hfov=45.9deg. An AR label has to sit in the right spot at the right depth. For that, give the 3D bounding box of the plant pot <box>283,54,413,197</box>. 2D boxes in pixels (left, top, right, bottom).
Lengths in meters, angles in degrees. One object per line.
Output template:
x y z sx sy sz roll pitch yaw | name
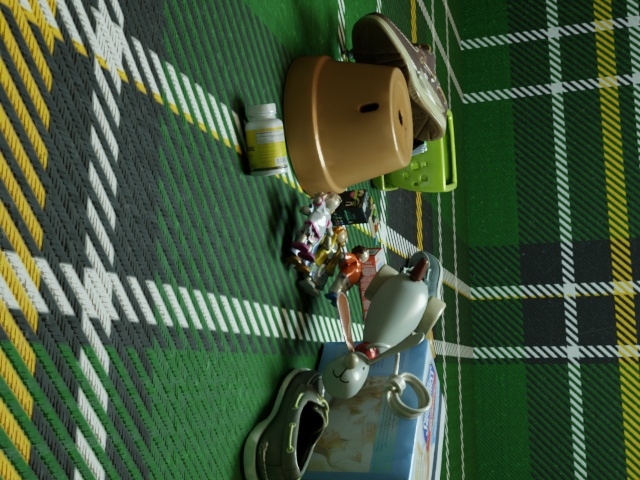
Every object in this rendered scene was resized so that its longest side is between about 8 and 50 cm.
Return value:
0.069 -0.241 1.539 0.291 0.204 0.290 -5 90 -71 | plant pot

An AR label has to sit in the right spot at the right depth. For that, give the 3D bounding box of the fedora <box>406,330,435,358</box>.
0.300 0.314 2.260 0.194 0.079 0.194 -5 90 -85 | fedora

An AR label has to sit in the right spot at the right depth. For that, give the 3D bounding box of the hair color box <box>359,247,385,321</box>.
0.134 0.109 1.901 0.093 0.053 0.167 -41 127 -68 | hair color box

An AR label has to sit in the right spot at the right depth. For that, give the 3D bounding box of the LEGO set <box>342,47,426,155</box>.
0.109 -0.322 1.806 0.255 0.192 0.331 -118 -170 -54 | LEGO set

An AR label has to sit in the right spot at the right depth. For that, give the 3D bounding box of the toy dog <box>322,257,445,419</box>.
0.130 0.146 1.406 0.333 0.220 0.161 -75 -178 -49 | toy dog

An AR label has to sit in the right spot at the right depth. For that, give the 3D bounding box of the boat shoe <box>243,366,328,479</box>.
-0.036 0.312 1.293 0.305 0.091 0.109 -48 132 -65 | boat shoe

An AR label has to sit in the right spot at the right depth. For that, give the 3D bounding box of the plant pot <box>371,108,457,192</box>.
0.253 -0.241 2.080 0.227 0.207 0.228 -19 104 -71 | plant pot

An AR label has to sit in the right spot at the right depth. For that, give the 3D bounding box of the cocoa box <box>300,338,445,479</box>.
0.105 0.390 1.477 0.347 0.232 0.227 -72 151 -49 | cocoa box

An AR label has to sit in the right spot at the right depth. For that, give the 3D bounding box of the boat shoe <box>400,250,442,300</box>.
0.300 0.117 2.303 0.099 0.116 0.319 42 28 -23 | boat shoe

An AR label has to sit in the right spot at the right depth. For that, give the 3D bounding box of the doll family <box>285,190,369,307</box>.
0.000 0.000 1.454 0.163 0.118 0.263 -62 143 -27 | doll family

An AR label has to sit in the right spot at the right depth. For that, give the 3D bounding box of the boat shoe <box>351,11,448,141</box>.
0.185 -0.367 1.624 0.342 0.123 0.123 47 56 -36 | boat shoe

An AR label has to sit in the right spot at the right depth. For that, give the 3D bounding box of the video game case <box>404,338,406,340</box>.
0.224 0.376 2.166 0.201 0.023 0.183 -30 115 -70 | video game case

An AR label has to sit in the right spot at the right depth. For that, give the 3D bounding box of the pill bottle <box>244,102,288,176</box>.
-0.092 -0.167 1.259 0.065 0.065 0.116 -30 115 -70 | pill bottle

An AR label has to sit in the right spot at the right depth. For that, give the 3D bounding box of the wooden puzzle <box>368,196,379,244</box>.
0.144 -0.053 2.023 0.078 0.014 0.116 -72 152 -47 | wooden puzzle

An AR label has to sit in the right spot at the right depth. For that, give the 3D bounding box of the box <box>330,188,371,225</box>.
0.064 -0.073 1.675 0.052 0.083 0.062 66 27 -43 | box
